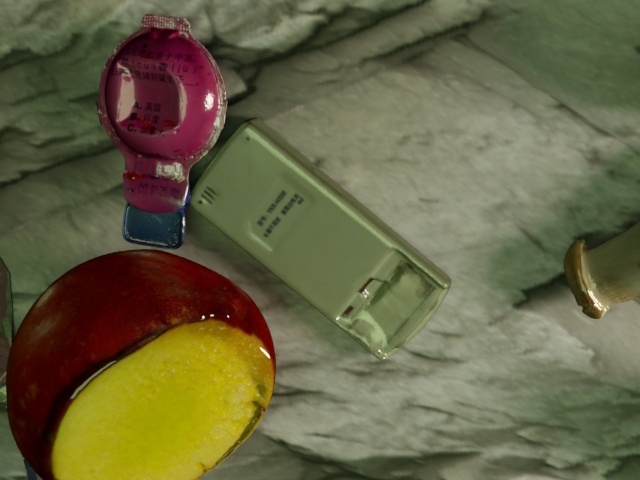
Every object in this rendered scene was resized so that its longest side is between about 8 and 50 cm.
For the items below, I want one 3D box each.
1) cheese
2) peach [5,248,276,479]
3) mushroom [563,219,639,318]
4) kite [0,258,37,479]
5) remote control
[{"bbox_3d":[-0.168,-0.114,1.393,0.155,0.062,0.244,8,101,22],"label":"cheese"},{"bbox_3d":[-0.185,0.125,1.370,0.274,0.248,0.245,-35,70,10],"label":"peach"},{"bbox_3d":[0.350,0.005,1.294,0.225,0.093,0.116,-37,77,28],"label":"mushroom"},{"bbox_3d":[-0.423,0.182,1.556,0.204,0.022,0.360,-11,96,16],"label":"kite"},{"bbox_3d":[0.000,0.000,1.403,0.285,0.038,0.123,38,110,1],"label":"remote control"}]
